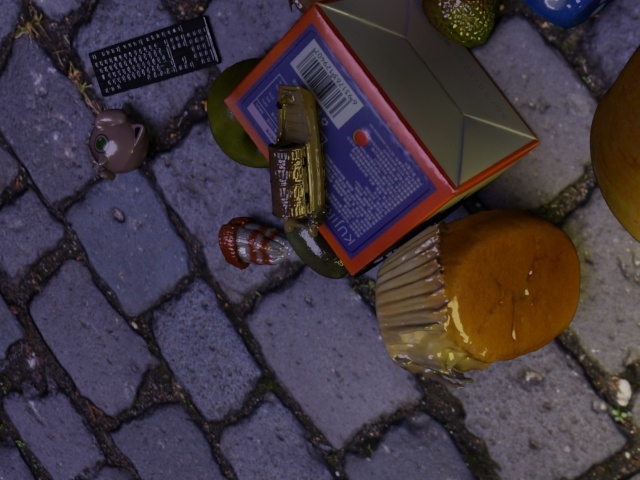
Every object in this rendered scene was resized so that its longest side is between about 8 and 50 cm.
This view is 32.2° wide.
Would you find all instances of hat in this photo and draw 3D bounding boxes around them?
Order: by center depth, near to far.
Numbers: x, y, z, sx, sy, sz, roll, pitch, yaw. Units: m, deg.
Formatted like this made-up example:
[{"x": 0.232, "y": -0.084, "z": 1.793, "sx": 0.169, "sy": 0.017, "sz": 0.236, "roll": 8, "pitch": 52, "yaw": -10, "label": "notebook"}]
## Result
[{"x": -0.098, "y": 0.011, "z": 2.075, "sx": 0.162, "sy": 0.094, "sz": 0.112, "roll": 13, "pitch": 153, "yaw": 22, "label": "hat"}]

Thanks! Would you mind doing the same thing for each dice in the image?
[{"x": 0.363, "y": -0.399, "z": 1.585, "sx": 0.143, "sy": 0.146, "sz": 0.146, "roll": 51, "pitch": 126, "yaw": 9, "label": "dice"}]

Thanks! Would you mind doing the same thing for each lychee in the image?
[{"x": 0.215, "y": -0.369, "z": 1.712, "sx": 0.114, "sy": 0.114, "sz": 0.146, "roll": -15, "pitch": 113, "yaw": 36, "label": "lychee"}]

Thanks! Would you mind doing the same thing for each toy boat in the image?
[{"x": -0.036, "y": -0.112, "z": 1.592, "sx": 0.068, "sy": 0.088, "sz": 0.226, "roll": 10, "pitch": 115, "yaw": 32, "label": "toy boat"}]

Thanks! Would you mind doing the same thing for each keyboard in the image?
[{"x": -0.323, "y": -0.353, "z": 2.127, "sx": 0.309, "sy": 0.018, "sz": 0.101, "roll": -9, "pitch": 103, "yaw": 35, "label": "keyboard"}]

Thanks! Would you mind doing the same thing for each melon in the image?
[{"x": 0.000, "y": 0.000, "z": 1.998, "sx": 0.162, "sy": 0.099, "sz": 0.099, "roll": 51, "pitch": 126, "yaw": 4, "label": "melon"}]

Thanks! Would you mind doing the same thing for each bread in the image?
[{"x": 0.249, "y": 0.072, "z": 1.685, "sx": 0.183, "sy": 0.388, "sz": 0.236, "roll": -17, "pitch": 90, "yaw": 41, "label": "bread"}]

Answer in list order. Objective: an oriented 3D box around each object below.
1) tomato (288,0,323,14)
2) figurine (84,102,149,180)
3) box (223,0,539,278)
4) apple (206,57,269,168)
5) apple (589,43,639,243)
[{"x": -0.014, "y": -0.463, "z": 1.780, "sx": 0.180, "sy": 0.155, "sz": 0.214, "roll": -35, "pitch": 89, "yaw": 13, "label": "tomato"}, {"x": -0.398, "y": -0.192, "z": 2.171, "sx": 0.125, "sy": 0.125, "sz": 0.138, "roll": 37, "pitch": 108, "yaw": 16, "label": "figurine"}, {"x": 0.096, "y": -0.180, "z": 1.733, "sx": 0.257, "sy": 0.318, "sz": 0.349, "roll": -40, "pitch": 84, "yaw": 36, "label": "box"}, {"x": -0.103, "y": -0.225, "z": 1.931, "sx": 0.196, "sy": 0.196, "sz": 0.157, "roll": -45, "pitch": 39, "yaw": 36, "label": "apple"}, {"x": 0.527, "y": -0.156, "z": 1.426, "sx": 0.333, "sy": 0.400, "sz": 0.400, "roll": 29, "pitch": 121, "yaw": 25, "label": "apple"}]
